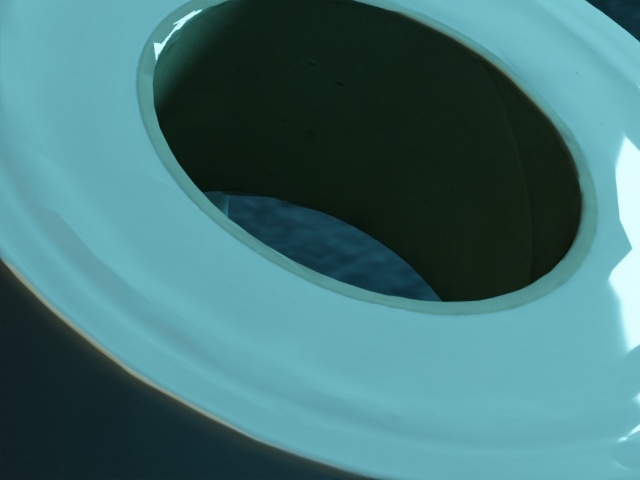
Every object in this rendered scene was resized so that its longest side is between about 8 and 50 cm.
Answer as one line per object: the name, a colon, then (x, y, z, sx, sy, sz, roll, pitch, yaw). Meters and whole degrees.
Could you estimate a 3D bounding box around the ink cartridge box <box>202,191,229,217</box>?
ink cartridge box: (-0.147, -0.021, 0.715, 0.198, 0.067, 0.115, 21, 35, 24)

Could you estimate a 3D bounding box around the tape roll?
tape roll: (0.000, 0.000, 0.595, 0.286, 0.100, 0.286, 14, 41, -12)
